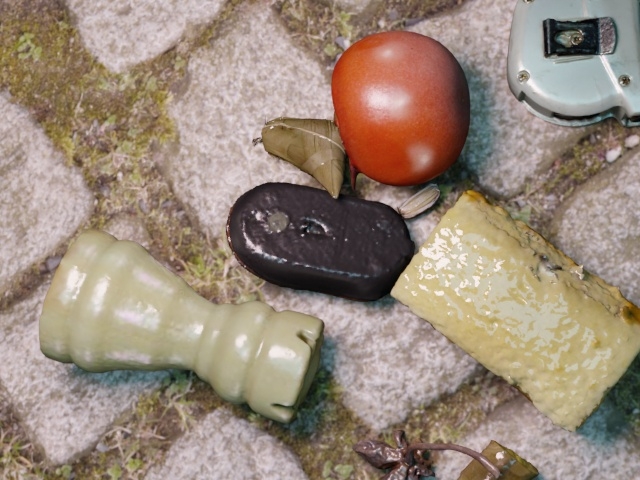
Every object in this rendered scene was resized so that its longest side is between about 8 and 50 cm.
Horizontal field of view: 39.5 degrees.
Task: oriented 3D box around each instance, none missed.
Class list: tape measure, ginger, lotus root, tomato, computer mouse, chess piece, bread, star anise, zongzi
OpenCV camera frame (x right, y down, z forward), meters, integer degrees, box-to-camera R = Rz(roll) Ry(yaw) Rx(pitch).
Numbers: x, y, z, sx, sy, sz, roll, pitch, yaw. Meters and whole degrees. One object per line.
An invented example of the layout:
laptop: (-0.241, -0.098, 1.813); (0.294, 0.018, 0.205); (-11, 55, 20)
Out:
tape measure: (0.438, -0.312, 1.503); (0.246, 0.125, 0.243); (-5, 81, 7)
ginger: (0.239, 0.440, 1.441); (0.263, 0.116, 0.109); (-44, 120, -4)
lotus root: (0.175, -0.065, 1.554); (0.083, 0.030, 0.037); (-35, 76, -1)
tomato: (0.130, -0.217, 1.470); (0.224, 0.256, 0.256); (-6, 81, 25)
computer mouse: (-0.001, 0.001, 1.527); (0.323, 0.116, 0.183); (13, 73, -2)
chess piece: (-0.221, 0.150, 1.496); (0.442, 0.234, 0.234); (17, 85, 7)
bread: (0.327, 0.108, 1.442); (0.375, 0.165, 0.236); (39, 93, 11)
star anise: (0.152, 0.360, 1.403); (0.218, 0.227, 0.148); (19, 66, 7)
zongzi: (-0.045, -0.139, 1.542); (0.189, 0.081, 0.178); (3, 49, 9)
